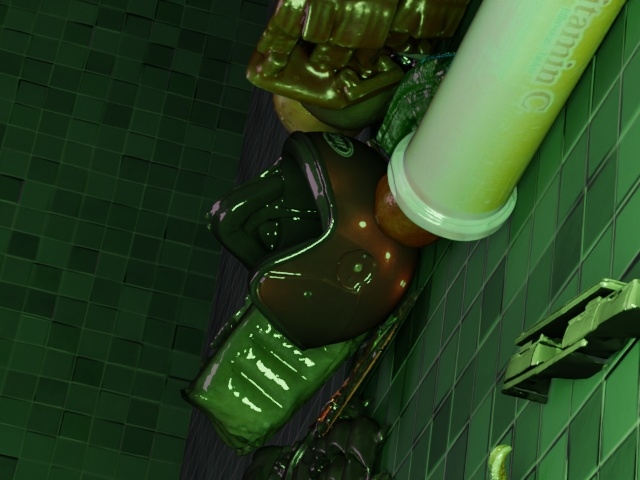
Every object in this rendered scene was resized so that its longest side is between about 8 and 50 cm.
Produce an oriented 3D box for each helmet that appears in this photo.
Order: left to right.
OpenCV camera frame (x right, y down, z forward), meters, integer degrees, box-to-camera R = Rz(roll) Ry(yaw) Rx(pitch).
[{"bbox_3d":[0.000,0.000,1.870,0.189,0.193,0.216,-122,35,-60],"label":"helmet"}]

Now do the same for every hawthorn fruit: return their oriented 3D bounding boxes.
[{"bbox_3d":[0.096,-0.038,1.760,0.093,0.081,0.081,-30,44,59],"label":"hawthorn fruit"}]

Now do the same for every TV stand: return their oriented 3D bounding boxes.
[{"bbox_3d":[0.167,0.060,1.210,0.249,0.036,0.042,128,157,-72],"label":"TV stand"}]

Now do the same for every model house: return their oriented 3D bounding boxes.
[{"bbox_3d":[0.056,-0.258,1.950,0.229,0.199,0.220,119,167,-60],"label":"model house"}]

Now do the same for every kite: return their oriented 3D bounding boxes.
[{"bbox_3d":[0.041,0.115,1.869,0.189,0.009,0.232,-53,2,19],"label":"kite"}]

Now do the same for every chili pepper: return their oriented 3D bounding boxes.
[{"bbox_3d":[0.106,-0.112,1.820,0.098,0.061,0.224,58,161,9],"label":"chili pepper"}]

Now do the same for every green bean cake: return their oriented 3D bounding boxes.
[{"bbox_3d":[-0.046,0.115,2.062,0.227,0.125,0.222,-47,3,-5],"label":"green bean cake"}]

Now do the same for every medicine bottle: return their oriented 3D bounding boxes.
[{"bbox_3d":[0.165,-0.162,1.407,0.426,0.108,0.108,117,165,-51],"label":"medicine bottle"}]

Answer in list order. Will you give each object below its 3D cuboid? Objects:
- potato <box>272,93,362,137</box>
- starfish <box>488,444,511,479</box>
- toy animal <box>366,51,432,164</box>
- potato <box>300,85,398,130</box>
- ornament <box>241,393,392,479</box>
[{"bbox_3d":[0.015,-0.205,2.406,0.150,0.146,0.234,-19,24,26],"label":"potato"},{"bbox_3d":[0.094,0.240,1.325,0.208,0.053,0.176,127,166,-68],"label":"starfish"},{"bbox_3d":[0.094,-0.107,1.931,0.105,0.070,0.202,-110,34,-42],"label":"toy animal"},{"bbox_3d":[0.040,-0.218,2.176,0.178,0.160,0.235,-56,-6,10],"label":"potato"},{"bbox_3d":[-0.002,0.250,1.880,0.260,0.106,0.251,-50,14,46],"label":"ornament"}]
